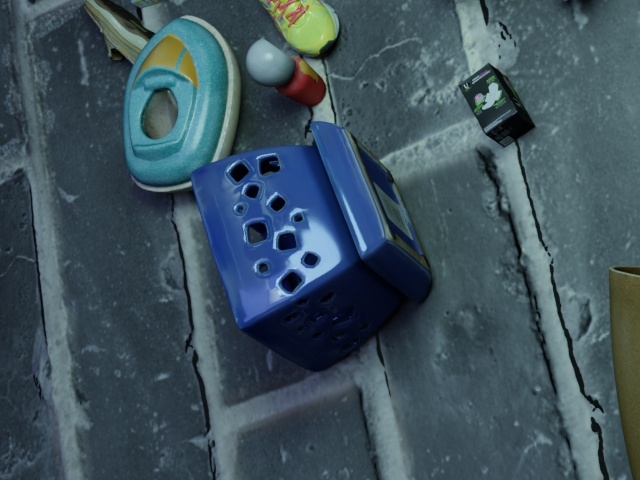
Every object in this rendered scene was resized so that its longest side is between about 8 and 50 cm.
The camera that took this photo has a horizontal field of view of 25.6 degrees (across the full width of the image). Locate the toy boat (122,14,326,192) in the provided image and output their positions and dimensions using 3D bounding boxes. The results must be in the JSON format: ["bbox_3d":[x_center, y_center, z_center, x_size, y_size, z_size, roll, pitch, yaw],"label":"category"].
[{"bbox_3d":[-0.155,-0.212,1.986,0.318,0.148,0.268,-10,71,29],"label":"toy boat"}]

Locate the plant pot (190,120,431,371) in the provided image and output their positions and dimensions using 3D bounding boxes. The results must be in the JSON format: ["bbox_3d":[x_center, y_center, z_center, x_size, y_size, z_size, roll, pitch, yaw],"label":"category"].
[{"bbox_3d":[0.000,0.000,1.788,0.212,0.236,0.236,-28,63,13],"label":"plant pot"}]

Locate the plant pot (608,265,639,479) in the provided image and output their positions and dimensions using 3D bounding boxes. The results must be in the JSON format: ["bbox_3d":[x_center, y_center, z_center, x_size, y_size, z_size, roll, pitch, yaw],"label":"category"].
[{"bbox_3d":[0.412,0.166,1.506,0.237,0.237,0.255,9,94,33],"label":"plant pot"}]

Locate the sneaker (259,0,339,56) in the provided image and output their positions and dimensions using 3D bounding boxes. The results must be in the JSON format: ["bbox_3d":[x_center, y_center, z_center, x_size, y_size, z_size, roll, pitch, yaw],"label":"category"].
[{"bbox_3d":[-0.052,-0.341,1.995,0.081,0.094,0.208,-43,60,12],"label":"sneaker"}]

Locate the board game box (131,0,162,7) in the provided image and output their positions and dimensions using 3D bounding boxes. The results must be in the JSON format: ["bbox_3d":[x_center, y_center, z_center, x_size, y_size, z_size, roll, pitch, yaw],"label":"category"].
[{"bbox_3d":[-0.244,-0.445,2.181,0.103,0.026,0.154,-11,70,28],"label":"board game box"}]

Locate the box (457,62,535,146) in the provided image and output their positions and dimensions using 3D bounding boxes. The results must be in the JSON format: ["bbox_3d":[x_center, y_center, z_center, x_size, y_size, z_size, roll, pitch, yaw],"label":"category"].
[{"bbox_3d":[0.224,-0.172,1.798,0.052,0.062,0.083,-35,61,20],"label":"box"}]

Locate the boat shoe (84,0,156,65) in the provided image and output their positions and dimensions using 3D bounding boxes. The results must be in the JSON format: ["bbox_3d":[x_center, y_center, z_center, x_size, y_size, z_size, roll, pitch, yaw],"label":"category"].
[{"bbox_3d":[-0.308,-0.309,2.160,0.190,0.068,0.072,42,110,33],"label":"boat shoe"}]
